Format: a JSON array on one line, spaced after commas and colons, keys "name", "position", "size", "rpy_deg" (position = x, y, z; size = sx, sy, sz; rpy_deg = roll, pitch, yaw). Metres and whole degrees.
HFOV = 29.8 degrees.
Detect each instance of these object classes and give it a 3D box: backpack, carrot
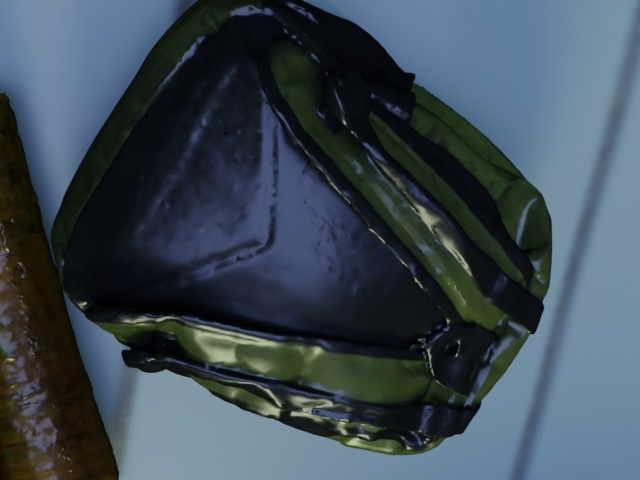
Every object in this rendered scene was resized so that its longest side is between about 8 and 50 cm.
[{"name": "backpack", "position": [0.000, 0.000, 0.630], "size": [0.253, 0.140, 0.207], "rpy_deg": [31, 103, -10]}, {"name": "carrot", "position": [-0.168, 0.042, 0.661], "size": [0.070, 0.070, 0.260], "rpy_deg": [-11, 107, -4]}]
